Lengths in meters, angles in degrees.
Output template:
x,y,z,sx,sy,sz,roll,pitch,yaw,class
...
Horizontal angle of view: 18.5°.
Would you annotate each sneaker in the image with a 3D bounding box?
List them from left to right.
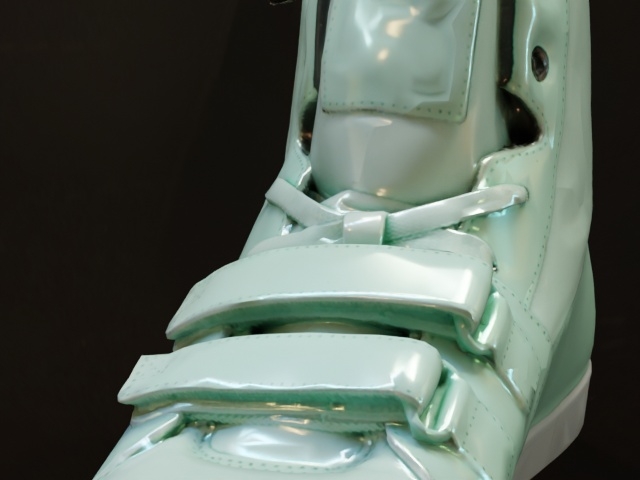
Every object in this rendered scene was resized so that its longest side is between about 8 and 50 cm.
x,y,z,sx,sy,sz,roll,pitch,yaw,class
0.000,0.000,0.414,0.094,0.256,0.151,2,105,18,sneaker
